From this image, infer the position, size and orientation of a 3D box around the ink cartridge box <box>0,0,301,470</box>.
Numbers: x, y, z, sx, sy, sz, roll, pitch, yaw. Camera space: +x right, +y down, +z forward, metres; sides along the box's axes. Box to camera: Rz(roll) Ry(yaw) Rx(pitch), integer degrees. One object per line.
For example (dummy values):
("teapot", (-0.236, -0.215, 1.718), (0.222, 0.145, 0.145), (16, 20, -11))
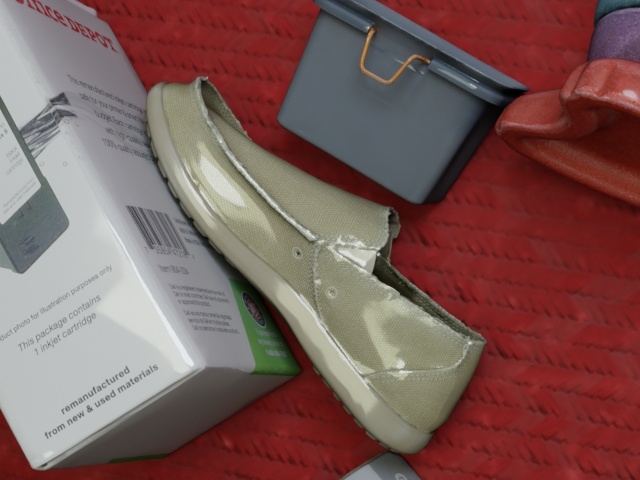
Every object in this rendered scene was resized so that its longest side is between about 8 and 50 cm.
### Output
("ink cartridge box", (-0.145, -0.013, 0.954), (0.115, 0.198, 0.273), (-33, 77, 10))

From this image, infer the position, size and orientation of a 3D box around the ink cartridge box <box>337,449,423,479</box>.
("ink cartridge box", (0.034, 0.303, 0.888), (0.309, 0.272, 0.130), (49, 127, 14))

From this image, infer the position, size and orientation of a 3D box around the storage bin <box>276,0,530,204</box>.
("storage bin", (0.041, -0.084, 0.975), (0.135, 0.098, 0.091), (31, 102, 15))

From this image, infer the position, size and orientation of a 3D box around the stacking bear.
("stacking bear", (0.241, -0.163, 0.900), (0.164, 0.175, 0.289), (26, 80, -9))

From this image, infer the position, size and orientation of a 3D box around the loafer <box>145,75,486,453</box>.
("loafer", (0.000, 0.000, 0.969), (0.092, 0.102, 0.268), (-39, 88, 8))
